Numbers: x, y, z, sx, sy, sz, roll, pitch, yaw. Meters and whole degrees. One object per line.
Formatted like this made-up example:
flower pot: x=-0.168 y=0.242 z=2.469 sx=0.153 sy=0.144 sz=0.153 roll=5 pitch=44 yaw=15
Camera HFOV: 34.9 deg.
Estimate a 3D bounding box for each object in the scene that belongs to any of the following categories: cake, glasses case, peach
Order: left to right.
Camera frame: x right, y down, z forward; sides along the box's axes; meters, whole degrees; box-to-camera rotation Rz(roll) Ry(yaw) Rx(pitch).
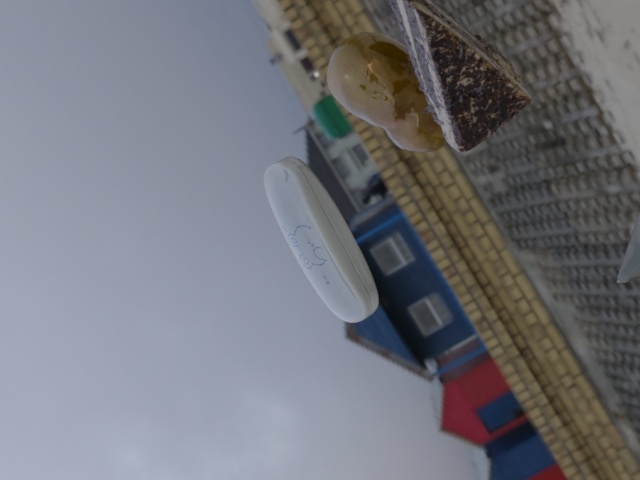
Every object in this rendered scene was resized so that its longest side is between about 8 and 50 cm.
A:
glasses case: x=0.000 y=0.000 z=1.318 sx=0.092 sy=0.059 sz=0.233 roll=-16 pitch=103 yaw=60
peach: x=0.123 y=-0.250 z=1.698 sx=0.251 sy=0.153 sz=0.251 roll=33 pitch=-177 yaw=-2
cake: x=0.188 y=-0.254 z=1.338 sx=0.112 sy=0.135 sz=0.246 roll=59 pitch=175 yaw=50

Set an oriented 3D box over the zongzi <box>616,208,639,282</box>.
zongzi: x=0.533 y=-0.084 z=1.568 sx=0.323 sy=0.360 sz=0.160 roll=27 pitch=-148 yaw=-39
